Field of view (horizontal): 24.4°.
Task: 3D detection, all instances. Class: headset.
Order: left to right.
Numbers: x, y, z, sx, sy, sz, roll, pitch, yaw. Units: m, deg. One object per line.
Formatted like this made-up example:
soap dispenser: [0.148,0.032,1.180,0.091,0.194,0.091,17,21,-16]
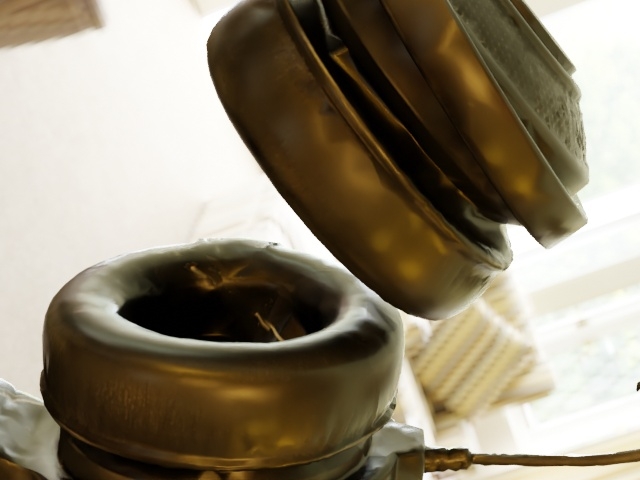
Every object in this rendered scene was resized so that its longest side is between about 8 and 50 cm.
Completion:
headset: [0.000,0.000,0.523,0.394,0.243,0.185,30,17,-7]
